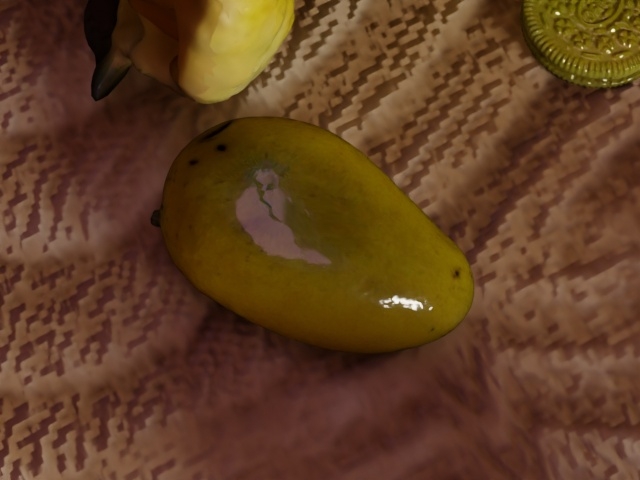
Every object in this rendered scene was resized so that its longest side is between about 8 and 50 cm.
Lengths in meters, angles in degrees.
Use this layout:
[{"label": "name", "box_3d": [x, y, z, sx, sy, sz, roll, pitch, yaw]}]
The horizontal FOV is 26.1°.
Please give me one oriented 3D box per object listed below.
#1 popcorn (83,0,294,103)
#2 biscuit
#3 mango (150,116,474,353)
[{"label": "popcorn", "box_3d": [-0.022, -0.236, 0.655, 0.349, 0.349, 0.382, 44, 114, 15]}, {"label": "biscuit", "box_3d": [0.150, -0.122, 0.752, 0.084, 0.023, 0.084, 0, 67, -1]}, {"label": "mango", "box_3d": [0.000, 0.000, 0.666, 0.161, 0.076, 0.103, 27, 61, -1]}]
